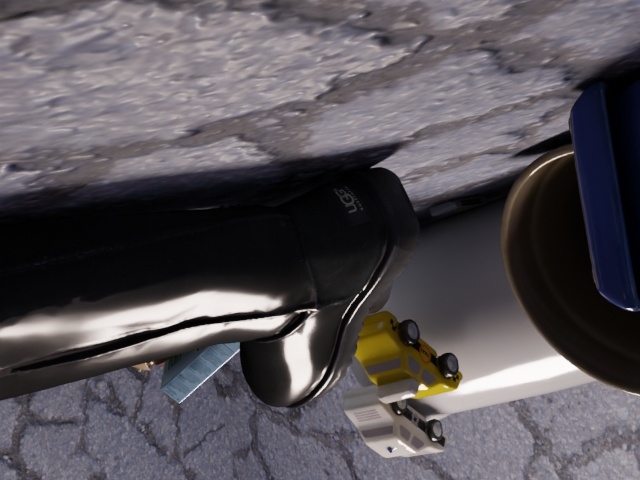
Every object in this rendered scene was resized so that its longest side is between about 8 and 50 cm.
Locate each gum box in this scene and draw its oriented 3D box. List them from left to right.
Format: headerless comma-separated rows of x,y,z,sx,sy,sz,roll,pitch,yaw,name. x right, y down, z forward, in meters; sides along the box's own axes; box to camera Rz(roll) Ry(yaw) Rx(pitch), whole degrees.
-0.159,0.135,1.451,0.184,0.041,0.157,-41,-159,14,gum box

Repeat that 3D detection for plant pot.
0.429,-0.018,1.181,0.280,0.323,0.323,-33,-174,-37,plant pot
0.357,-0.052,0.873,0.212,0.235,0.236,-11,176,29,plant pot

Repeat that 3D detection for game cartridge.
0.204,-0.051,1.452,0.056,0.017,0.083,-16,175,43,game cartridge

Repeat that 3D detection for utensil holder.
0.274,0.097,1.538,0.386,0.327,0.328,-23,170,42,utensil holder

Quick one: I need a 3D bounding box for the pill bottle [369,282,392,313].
-0.028,0.059,1.329,0.229,0.131,0.131,-11,172,-32,pill bottle

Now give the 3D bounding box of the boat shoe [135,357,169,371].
-0.269,0.142,1.418,0.341,0.110,0.121,-23,-163,41,boat shoe

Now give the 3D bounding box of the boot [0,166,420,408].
-0.162,0.094,0.935,0.445,0.146,0.367,-15,146,-34,boot

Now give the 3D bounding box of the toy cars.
0.114,0.245,1.444,0.177,0.087,0.393,10,144,8,toy cars
